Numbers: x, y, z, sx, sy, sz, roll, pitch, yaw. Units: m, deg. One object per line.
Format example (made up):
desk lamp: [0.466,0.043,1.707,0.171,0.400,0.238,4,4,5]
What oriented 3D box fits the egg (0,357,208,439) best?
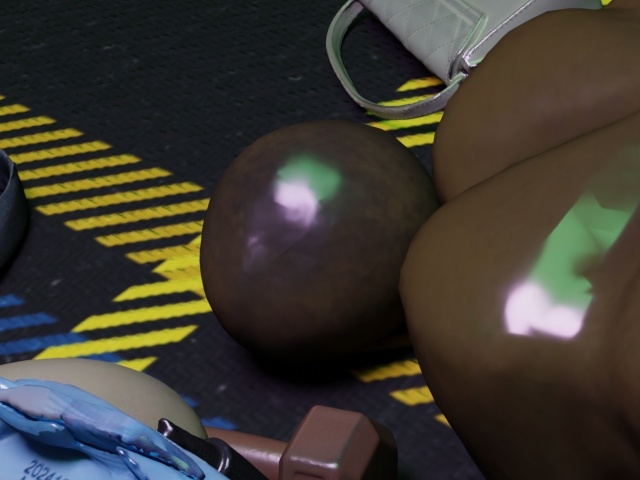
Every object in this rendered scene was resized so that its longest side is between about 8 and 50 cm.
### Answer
egg: [-0.174,0.164,0.891,0.242,0.186,0.186,-31,35,12]

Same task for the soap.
soap: [-0.094,0.198,0.741,0.156,0.293,0.077,19,33,40]

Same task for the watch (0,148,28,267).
watch: [-0.349,-0.013,1.289,0.206,0.068,0.193,-10,33,-2]

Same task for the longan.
longan: [0.000,0.000,1.092,0.167,0.167,0.187,19,69,36]

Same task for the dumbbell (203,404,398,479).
dumbbell: [-0.067,0.137,0.988,0.231,0.092,0.082,8,13,25]

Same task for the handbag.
handbag: [0.109,-0.197,1.374,0.219,0.079,0.256,-36,34,0]

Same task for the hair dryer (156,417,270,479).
hair dryer: [-0.005,0.171,0.798,0.070,0.255,0.128,-40,41,5]

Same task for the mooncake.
mooncake: [0.273,-0.015,0.869,0.467,0.262,0.467,-24,34,18]
